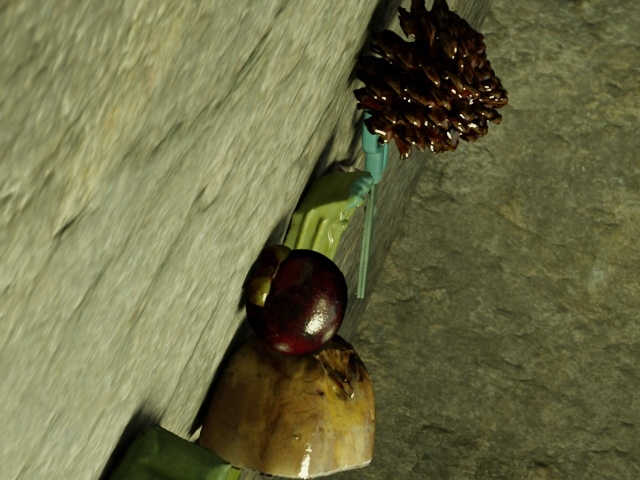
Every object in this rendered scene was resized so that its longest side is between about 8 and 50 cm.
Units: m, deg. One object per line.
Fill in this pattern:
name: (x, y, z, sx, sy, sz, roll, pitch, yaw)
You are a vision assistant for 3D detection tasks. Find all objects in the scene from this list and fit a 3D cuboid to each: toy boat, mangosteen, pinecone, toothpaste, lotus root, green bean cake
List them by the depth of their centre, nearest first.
green bean cake: (-0.195, 0.329, 1.630, 0.227, 0.125, 0.222, 97, 17, -75)
mangosteen: (-0.040, 0.078, 1.921, 0.152, 0.152, 0.152, -63, 173, -14)
pinecone: (0.142, -0.215, 1.949, 0.221, 0.221, 0.221, -63, 173, -14)
lotus root: (-0.038, 0.223, 2.047, 0.272, 0.272, 0.192, -35, 140, -77)
toy boat: (-0.005, -0.003, 2.087, 0.276, 0.084, 0.111, 113, 4, -46)
toothpaste: (0.037, -0.083, 2.267, 0.301, 0.048, 0.075, -25, 136, -83)

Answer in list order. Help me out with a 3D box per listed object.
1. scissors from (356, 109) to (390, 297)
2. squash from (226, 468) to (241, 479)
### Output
scissors: (0.085, -0.083, 2.305, 0.192, 0.029, 0.447, -65, 164, -53)
squash: (-0.172, 0.352, 2.047, 0.341, 0.094, 0.094, -22, 137, -84)
